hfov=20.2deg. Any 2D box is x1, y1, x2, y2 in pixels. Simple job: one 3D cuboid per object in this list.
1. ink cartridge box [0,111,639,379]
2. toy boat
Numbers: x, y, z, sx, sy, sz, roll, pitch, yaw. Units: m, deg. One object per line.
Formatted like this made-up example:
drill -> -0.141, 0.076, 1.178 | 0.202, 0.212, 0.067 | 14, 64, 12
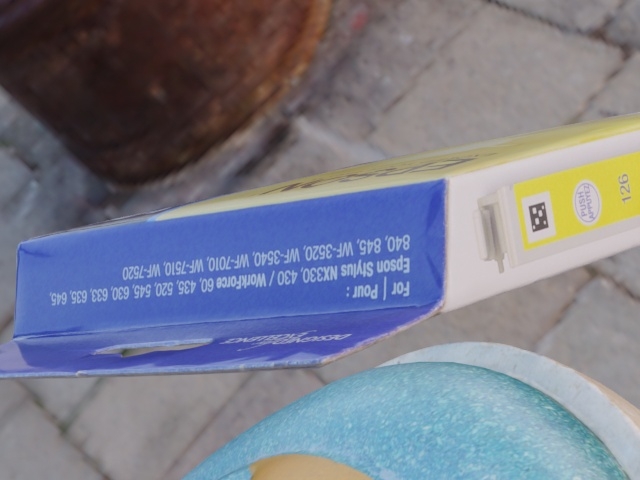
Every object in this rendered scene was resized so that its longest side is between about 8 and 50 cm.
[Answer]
ink cartridge box -> 0.000, 0.000, 0.863 | 0.307, 0.072, 0.303 | -12, 4, -44
toy boat -> 0.002, 0.177, 0.461 | 0.267, 0.148, 0.318 | -36, 45, 43
